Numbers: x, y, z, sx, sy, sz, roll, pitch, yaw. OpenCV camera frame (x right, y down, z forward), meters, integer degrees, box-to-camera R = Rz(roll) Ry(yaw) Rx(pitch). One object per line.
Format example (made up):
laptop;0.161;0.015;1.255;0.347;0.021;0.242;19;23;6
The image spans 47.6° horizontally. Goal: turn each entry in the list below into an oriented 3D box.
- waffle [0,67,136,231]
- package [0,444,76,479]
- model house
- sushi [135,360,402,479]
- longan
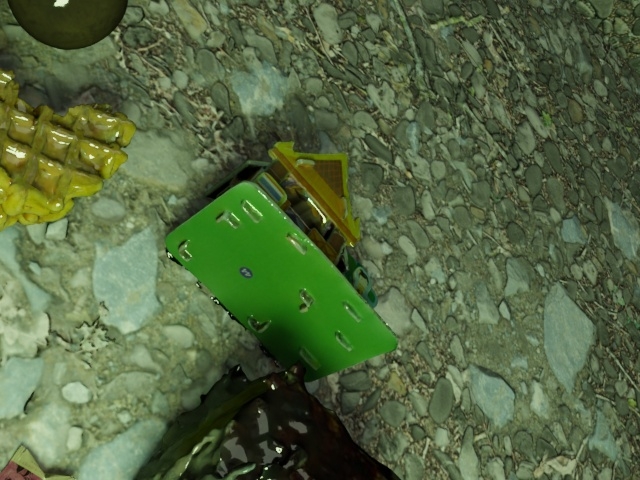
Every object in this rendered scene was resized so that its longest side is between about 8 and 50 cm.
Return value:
waffle;-0.419;-0.162;0.935;0.324;0.151;0.261;40;55;-15
package;-0.346;0.294;0.877;0.083;0.029;0.059;36;59;-9
model house;0.000;0.000;1.159;0.357;0.242;0.313;47;46;-12
sushi;-0.070;0.339;0.920;0.294;0.281;0.299;53;33;-8
longan;-0.369;-0.370;1.066;0.167;0.167;0.187;39;30;-20
